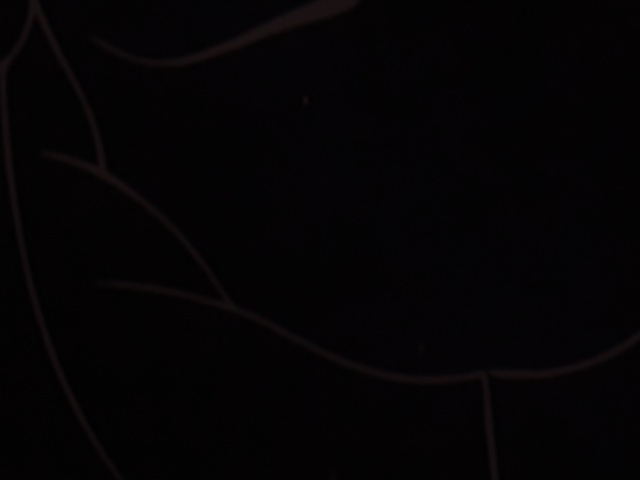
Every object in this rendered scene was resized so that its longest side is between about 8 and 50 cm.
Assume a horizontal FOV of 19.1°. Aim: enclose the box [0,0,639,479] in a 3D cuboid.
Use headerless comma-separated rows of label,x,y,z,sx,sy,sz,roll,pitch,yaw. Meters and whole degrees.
box,0.115,-0.091,0.483,0.480,0.472,0.297,-6,15,4
